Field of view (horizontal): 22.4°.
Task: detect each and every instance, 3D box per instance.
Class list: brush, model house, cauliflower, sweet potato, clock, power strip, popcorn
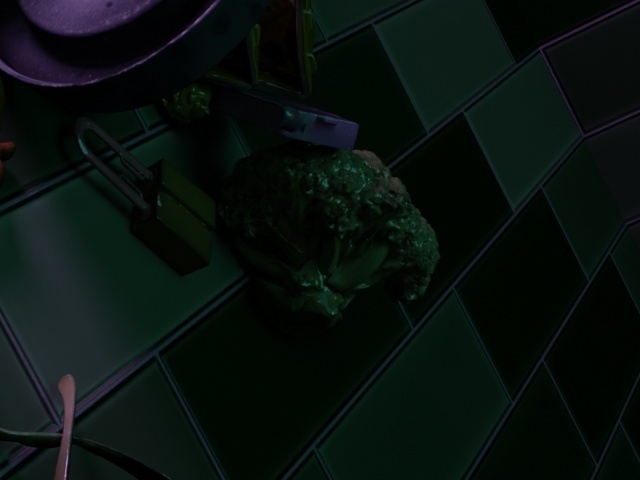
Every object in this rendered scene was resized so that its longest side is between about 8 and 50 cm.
[{"bbox_3d":[-0.213,-0.063,1.892,0.233,0.047,0.103,42,34,-37],"label":"brush"},{"bbox_3d":[-0.063,-0.329,2.068,0.323,0.340,0.300,42,32,-37],"label":"model house"},{"bbox_3d":[0.000,0.000,2.079,0.272,0.275,0.250,50,59,-66],"label":"cauliflower"},{"bbox_3d":[-0.342,-0.058,1.641,0.044,0.044,0.179,51,29,-27],"label":"sweet potato"},{"bbox_3d":[-0.205,-0.314,1.747,0.076,0.386,0.386,42,33,-52],"label":"clock"},{"bbox_3d":[-0.060,-0.162,2.053,0.109,0.279,0.037,9,99,-32],"label":"power strip"},{"bbox_3d":[-0.173,-0.182,2.062,0.083,0.068,0.059,38,-20,35],"label":"popcorn"}]

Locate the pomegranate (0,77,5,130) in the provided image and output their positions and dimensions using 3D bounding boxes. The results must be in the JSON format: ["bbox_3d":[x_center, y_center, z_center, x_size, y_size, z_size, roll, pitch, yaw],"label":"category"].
[{"bbox_3d":[-0.402,-0.135,1.348,0.281,0.281,0.281,44,33,-38],"label":"pomegranate"}]

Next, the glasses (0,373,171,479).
[{"bbox_3d":[-0.230,0.238,1.579,0.207,0.102,0.239,42,21,18],"label":"glasses"}]
